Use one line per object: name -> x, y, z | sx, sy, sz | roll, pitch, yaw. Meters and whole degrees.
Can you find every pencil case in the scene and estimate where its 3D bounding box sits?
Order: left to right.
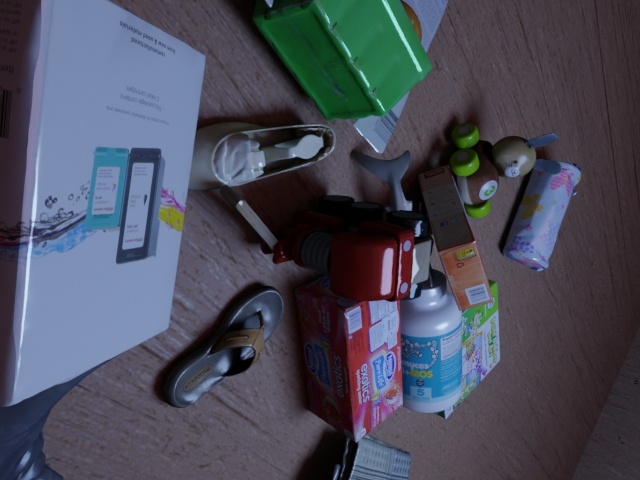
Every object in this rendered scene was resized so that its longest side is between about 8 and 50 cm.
pencil case -> 0.553, -0.065, 1.266 | 0.124, 0.114, 0.272 | 26, 85, -36

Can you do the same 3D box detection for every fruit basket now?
fruit basket -> 0.060, -0.357, 0.712 | 0.327, 0.166, 0.352 | 45, 56, -42

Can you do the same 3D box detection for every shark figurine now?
shark figurine -> 0.128, -0.019, 0.894 | 0.278, 0.116, 0.166 | 57, 29, -46

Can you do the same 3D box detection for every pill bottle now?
pill bottle -> 0.200, 0.190, 0.987 | 0.146, 0.146, 0.263 | -25, 118, -36

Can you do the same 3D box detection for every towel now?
towel -> 0.079, 0.547, 0.987 | 0.324, 0.056, 0.311 | 45, 56, -51

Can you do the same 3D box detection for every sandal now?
sandal -> -0.127, 0.157, 0.725 | 0.219, 0.060, 0.089 | -40, 127, -28

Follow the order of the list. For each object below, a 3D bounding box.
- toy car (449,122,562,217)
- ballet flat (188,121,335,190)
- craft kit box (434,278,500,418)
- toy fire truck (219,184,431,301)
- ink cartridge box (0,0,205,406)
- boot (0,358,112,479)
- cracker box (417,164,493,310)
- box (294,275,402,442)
toy car -> 0.365, -0.147, 0.989 | 0.155, 0.189, 0.148 | 56, 36, -43
ballet flat -> -0.079, -0.118, 0.672 | 0.249, 0.086, 0.086 | -21, 116, -38
craft kit box -> 0.338, 0.252, 1.204 | 0.247, 0.061, 0.249 | -34, 124, -35
toy fire truck -> 0.000, 0.000, 0.688 | 0.247, 0.217, 0.158 | -12, 111, -40
ink cartridge box -> -0.241, -0.049, 0.411 | 0.197, 0.198, 0.269 | -22, 123, -75
boot -> -0.316, 0.198, 0.539 | 0.339, 0.118, 0.222 | -24, 122, -24
cracker box -> 0.245, -0.010, 0.929 | 0.232, 0.067, 0.155 | -91, 157, -50
box -> 0.052, 0.187, 0.860 | 0.128, 0.123, 0.256 | -23, 118, -37
